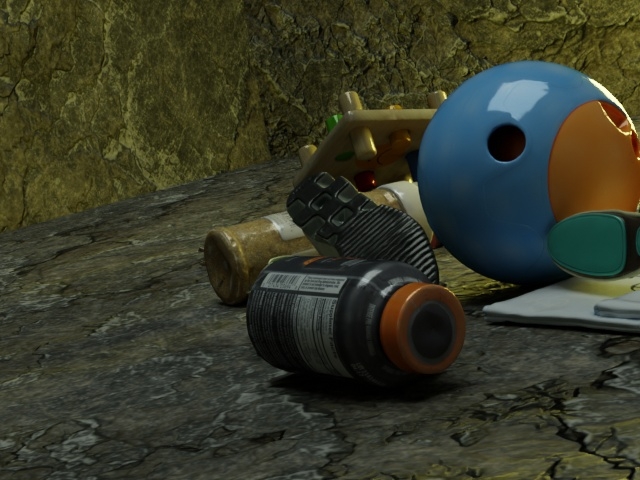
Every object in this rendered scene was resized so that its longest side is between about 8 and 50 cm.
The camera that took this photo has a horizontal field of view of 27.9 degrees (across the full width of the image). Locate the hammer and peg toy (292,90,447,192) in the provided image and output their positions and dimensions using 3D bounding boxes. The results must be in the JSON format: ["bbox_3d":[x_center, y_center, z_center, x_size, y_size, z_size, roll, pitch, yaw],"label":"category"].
[{"bbox_3d":[0.091,-0.138,2.349,0.265,0.127,0.361,-4,-25,-27],"label":"hammer and peg toy"}]

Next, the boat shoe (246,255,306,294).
[{"bbox_3d":[-0.032,0.066,1.664,0.109,0.091,0.305,-9,8,8],"label":"boat shoe"}]

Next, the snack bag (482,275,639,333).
[{"bbox_3d":[0.408,0.046,1.460,0.323,0.037,0.342,-17,10,-36],"label":"snack bag"}]

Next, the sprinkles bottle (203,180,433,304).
[{"bbox_3d":[0.000,0.000,1.986,0.355,0.121,0.121,-15,9,-28],"label":"sprinkles bottle"}]

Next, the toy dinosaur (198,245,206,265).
[{"bbox_3d":[-0.159,0.024,2.339,0.092,0.053,0.183,15,29,35],"label":"toy dinosaur"}]

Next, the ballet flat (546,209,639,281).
[{"bbox_3d":[0.366,0.007,1.445,0.086,0.086,0.248,-16,8,-35],"label":"ballet flat"}]

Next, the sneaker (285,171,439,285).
[{"bbox_3d":[0.081,0.029,1.720,0.122,0.146,0.330,-37,36,-3],"label":"sneaker"}]

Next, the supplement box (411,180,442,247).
[{"bbox_3d":[0.208,-0.055,2.175,0.080,0.104,0.188,-2,12,40],"label":"supplement box"}]

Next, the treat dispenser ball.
[{"bbox_3d":[0.268,-0.086,1.652,0.288,0.288,0.288,-10,8,1],"label":"treat dispenser ball"}]

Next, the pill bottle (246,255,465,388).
[{"bbox_3d":[0.039,0.083,1.327,0.130,0.131,0.245,-16,10,-34],"label":"pill bottle"}]

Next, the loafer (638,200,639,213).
[{"bbox_3d":[0.515,-0.051,1.851,0.080,0.078,0.220,-11,8,-5],"label":"loafer"}]

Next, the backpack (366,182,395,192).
[{"bbox_3d":[0.118,-0.046,2.244,0.097,0.101,0.120,-19,9,2],"label":"backpack"}]

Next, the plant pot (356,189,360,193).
[{"bbox_3d":[0.053,-0.088,2.677,0.081,0.083,0.081,-4,10,31],"label":"plant pot"}]
